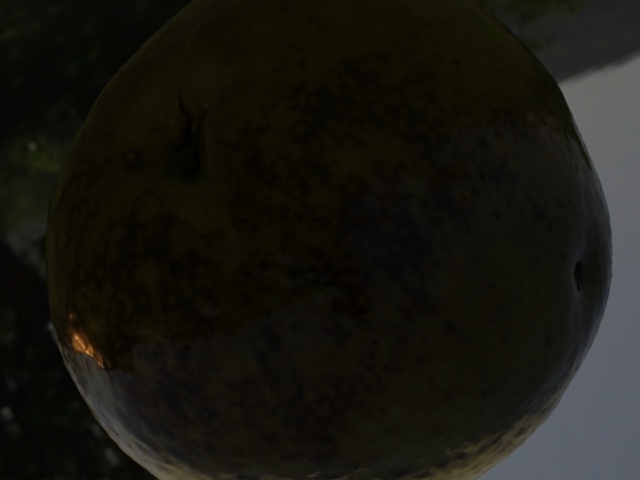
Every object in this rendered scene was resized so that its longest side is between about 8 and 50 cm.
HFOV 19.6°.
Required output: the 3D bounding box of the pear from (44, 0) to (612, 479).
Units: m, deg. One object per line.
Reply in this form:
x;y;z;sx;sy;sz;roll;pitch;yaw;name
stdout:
0.000;0.000;0.634;0.197;0.197;0.197;-28;-174;3;pear
